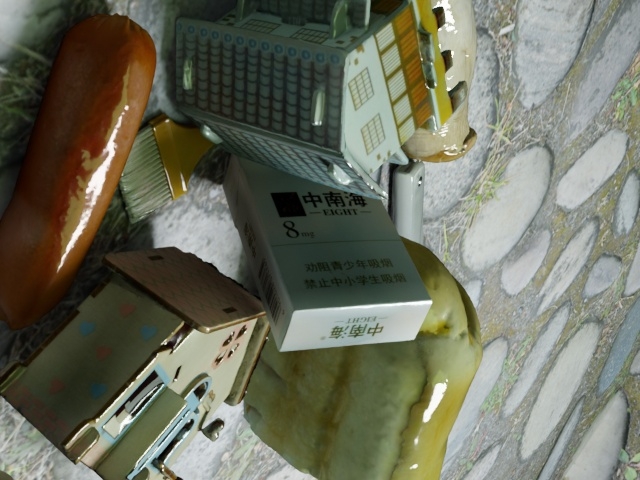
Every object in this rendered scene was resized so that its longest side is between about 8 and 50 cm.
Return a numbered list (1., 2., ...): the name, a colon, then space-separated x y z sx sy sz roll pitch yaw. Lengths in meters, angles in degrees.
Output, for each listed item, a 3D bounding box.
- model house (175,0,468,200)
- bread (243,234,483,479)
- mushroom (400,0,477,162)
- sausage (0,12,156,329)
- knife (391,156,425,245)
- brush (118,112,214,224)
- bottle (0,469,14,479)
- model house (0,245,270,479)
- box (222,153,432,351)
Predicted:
1. model house: 0.006 -0.167 0.896 0.215 0.224 0.198 -46 137 -27
2. bread: 0.058 0.131 1.149 0.210 0.300 0.341 -22 130 -50
3. mushroom: 0.139 -0.235 1.147 0.123 0.095 0.351 -29 138 -11
4. sausage: -0.222 -0.059 0.817 0.083 0.089 0.300 3 113 -60
5. knife: 0.133 -0.011 1.362 0.073 0.041 0.265 -47 146 -36
6. brush: -0.107 -0.124 0.983 0.272 0.013 0.103 -38 142 -29
7. bottle: -0.355 0.288 0.956 0.045 0.045 0.096 19 99 -56
8. model house: -0.156 0.140 0.938 0.244 0.169 0.326 -53 163 -20
9. box: 0.000 0.000 0.968 0.155 0.243 0.067 0 135 -23
